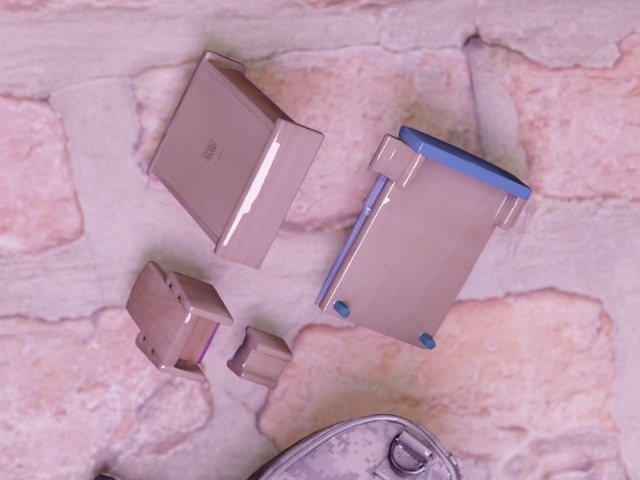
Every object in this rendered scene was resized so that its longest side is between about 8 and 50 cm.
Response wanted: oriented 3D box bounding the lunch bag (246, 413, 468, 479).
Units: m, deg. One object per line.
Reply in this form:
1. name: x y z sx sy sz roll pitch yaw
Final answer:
1. lunch bag: 0.008 0.274 1.679 0.212 0.305 0.256 38 82 5

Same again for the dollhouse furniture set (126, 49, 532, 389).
1. dollhouse furniture set: 0.000 0.000 1.839 0.303 0.198 0.286 20 104 -31

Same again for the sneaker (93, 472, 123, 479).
1. sneaker: -0.234 0.287 1.783 0.229 0.132 0.086 -20 123 23
